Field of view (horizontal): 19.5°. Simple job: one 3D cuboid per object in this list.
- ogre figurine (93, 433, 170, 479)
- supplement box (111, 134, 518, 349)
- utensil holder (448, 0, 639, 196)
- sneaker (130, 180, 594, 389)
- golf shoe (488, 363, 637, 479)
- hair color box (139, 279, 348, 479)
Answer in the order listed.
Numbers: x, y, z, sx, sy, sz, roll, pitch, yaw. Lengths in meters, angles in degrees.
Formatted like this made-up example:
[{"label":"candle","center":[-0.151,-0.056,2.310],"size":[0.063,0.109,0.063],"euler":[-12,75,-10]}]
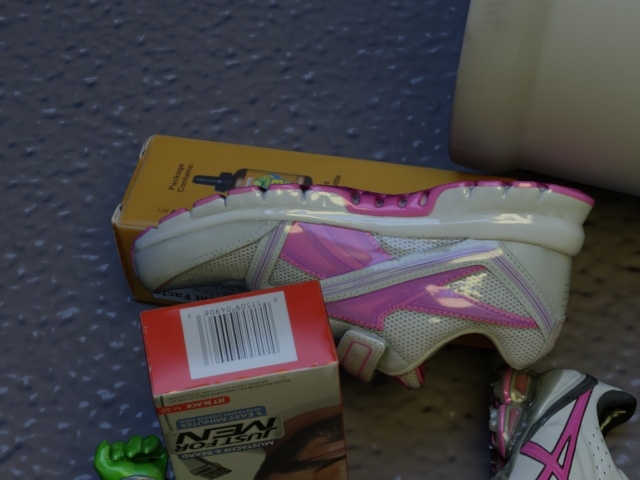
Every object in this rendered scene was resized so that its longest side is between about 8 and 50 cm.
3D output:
[{"label":"ogre figurine","center":[-0.158,0.183,0.954],"size":[0.197,0.097,0.118],"euler":[-11,36,-18]},{"label":"supplement box","center":[0.000,0.000,1.107],"size":[0.233,0.080,0.078],"euler":[9,50,12]},{"label":"utensil holder","center":[0.295,-0.155,1.031],"size":[0.385,0.327,0.327],"euler":[15,52,7]},{"label":"sneaker","center":[0.019,0.025,0.999],"size":[0.252,0.103,0.111],"euler":[0,91,14]},{"label":"golf shoe","center":[0.125,0.141,0.976],"size":[0.086,0.067,0.186],"euler":[5,50,8]},{"label":"hair color box","center":[-0.035,0.091,0.967],"size":[0.093,0.167,0.053],"euler":[-11,59,-3]}]
